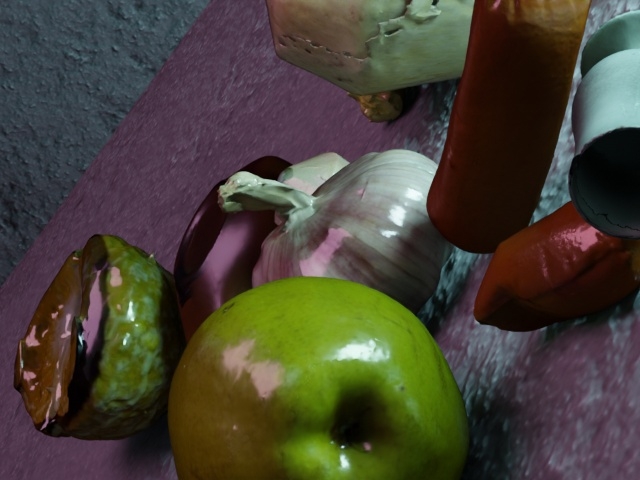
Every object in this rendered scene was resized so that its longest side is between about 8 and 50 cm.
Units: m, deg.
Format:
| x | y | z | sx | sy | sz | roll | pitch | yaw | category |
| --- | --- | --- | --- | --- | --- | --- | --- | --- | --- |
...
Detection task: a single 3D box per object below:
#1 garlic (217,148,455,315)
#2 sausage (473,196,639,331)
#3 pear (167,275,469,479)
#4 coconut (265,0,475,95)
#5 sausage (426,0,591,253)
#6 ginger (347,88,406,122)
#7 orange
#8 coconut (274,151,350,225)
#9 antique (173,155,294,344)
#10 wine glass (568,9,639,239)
| x | y | z | sx | sy | sz | roll | pitch | yaw | category |
| --- | --- | --- | --- | --- | --- | --- | --- | --- | --- |
| 0.000 | 0.000 | 1.521 | 0.245 | 0.253 | 0.245 | -42 | 32 | 33 | garlic |
| 0.192 | 0.021 | 1.215 | 0.179 | 0.089 | 0.089 | -31 | 32 | 47 | sausage |
| -0.010 | 0.152 | 1.284 | 0.253 | 0.253 | 0.307 | -63 | 16 | -13 | pear |
| 0.097 | -0.328 | 1.730 | 0.352 | 0.353 | 0.352 | -51 | 19 | 25 | coconut |
| 0.157 | -0.101 | 1.313 | 0.348 | 0.097 | 0.094 | 98 | 171 | -55 | sausage |
| 0.099 | -0.300 | 2.031 | 0.236 | 0.166 | 0.375 | -25 | 46 | -4 | ginger |
| -0.276 | 0.139 | 2.102 | 0.369 | 0.210 | 0.270 | 158 | 116 | -65 | orange |
| 0.004 | -0.043 | 1.779 | 0.116 | 0.122 | 0.116 | -50 | 19 | 24 | coconut |
| -0.097 | 0.021 | 1.949 | 0.223 | 0.129 | 0.278 | -31 | 35 | 53 | antique |
| 0.238 | -0.090 | 1.160 | 0.103 | 0.103 | 0.231 | -50 | 6 | 29 | wine glass |
